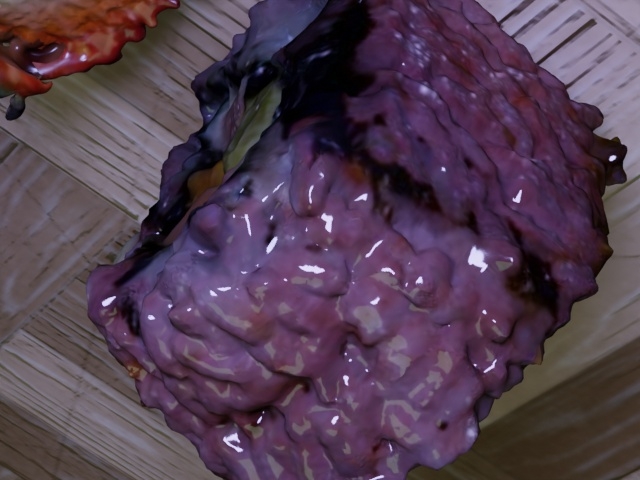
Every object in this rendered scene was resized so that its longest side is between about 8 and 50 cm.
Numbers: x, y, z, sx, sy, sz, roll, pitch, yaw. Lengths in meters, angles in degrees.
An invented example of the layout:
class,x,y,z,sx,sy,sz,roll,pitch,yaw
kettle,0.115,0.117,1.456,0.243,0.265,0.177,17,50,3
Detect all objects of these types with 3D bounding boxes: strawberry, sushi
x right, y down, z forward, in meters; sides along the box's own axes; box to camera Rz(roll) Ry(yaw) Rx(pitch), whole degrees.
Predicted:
class,x,y,z,sx,sy,sz,roll,pitch,yaw
strawberry,-0.109,-0.159,0.900,0.208,0.087,0.167,-24,148,12
sushi,0.000,0.000,0.867,0.171,0.270,0.236,43,124,-18
